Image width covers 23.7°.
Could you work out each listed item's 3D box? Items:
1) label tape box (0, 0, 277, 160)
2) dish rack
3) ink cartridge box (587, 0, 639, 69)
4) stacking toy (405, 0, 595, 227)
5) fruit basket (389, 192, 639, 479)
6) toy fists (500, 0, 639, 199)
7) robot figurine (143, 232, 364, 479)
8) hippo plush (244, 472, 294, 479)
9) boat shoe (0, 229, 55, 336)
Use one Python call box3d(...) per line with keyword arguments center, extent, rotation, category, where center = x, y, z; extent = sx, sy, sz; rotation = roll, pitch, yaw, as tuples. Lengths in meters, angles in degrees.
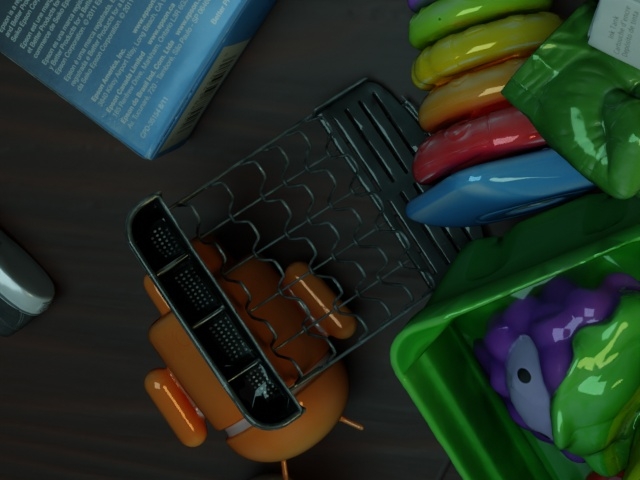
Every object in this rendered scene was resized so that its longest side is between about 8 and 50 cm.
box3d(center=(-0.198, -0.263, 1.267), extent=(0.334, 0.106, 0.240), rotation=(37, 110, 4), category="label tape box")
box3d(center=(0.000, 0.000, 1.236), extent=(0.271, 0.074, 0.208), rotation=(-34, 92, -13), category="dish rack")
box3d(center=(0.261, -0.221, 1.067), extent=(0.239, 0.275, 0.060), rotation=(30, 142, 22), category="ink cartridge box")
box3d(center=(0.125, -0.170, 1.187), extent=(0.175, 0.166, 0.302), rotation=(-14, 85, -15), category="stacking toy")
box3d(center=(0.244, 0.171, 1.082), extent=(0.283, 0.392, 0.392), rotation=(-23, 97, 20), category="fruit basket")
box3d(center=(0.258, -0.136, 1.095), extent=(0.142, 0.279, 0.096), rotation=(44, 144, 4), category="toy fists")
box3d(center=(-0.063, 0.100, 1.315), extent=(0.219, 0.158, 0.128), rotation=(53, 148, -2), category="robot figurine")
box3d(center=(-0.031, 0.369, 1.309), extent=(0.236, 0.294, 0.234), rotation=(39, 142, -7), category="hippo plush")
box3d(center=(-0.347, -0.002, 1.402), extent=(0.228, 0.080, 0.076), rotation=(43, 110, -6), category="boat shoe")
